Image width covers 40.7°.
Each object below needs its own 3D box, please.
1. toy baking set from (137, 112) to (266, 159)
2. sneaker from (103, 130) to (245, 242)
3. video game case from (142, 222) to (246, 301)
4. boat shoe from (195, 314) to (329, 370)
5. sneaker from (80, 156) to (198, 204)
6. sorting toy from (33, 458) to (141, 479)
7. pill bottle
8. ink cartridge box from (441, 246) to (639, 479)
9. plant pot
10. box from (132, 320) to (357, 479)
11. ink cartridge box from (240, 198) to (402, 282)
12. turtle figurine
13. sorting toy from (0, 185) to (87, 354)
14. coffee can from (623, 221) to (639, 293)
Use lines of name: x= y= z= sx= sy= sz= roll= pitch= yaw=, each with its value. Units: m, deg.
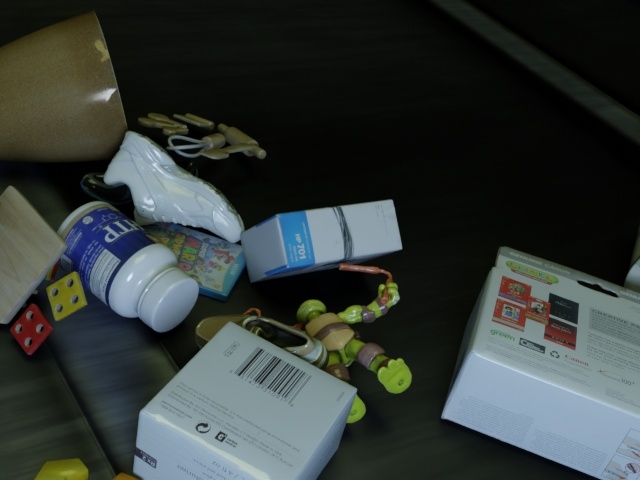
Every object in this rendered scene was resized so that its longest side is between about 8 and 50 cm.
toy baking set: x=-0.194 y=-0.167 z=1.454 sx=0.197 sy=0.030 sz=0.256 roll=-2 pitch=24 yaw=-39
sneaker: x=-0.222 y=-0.056 z=1.295 sx=0.232 sy=0.115 sz=0.090 roll=37 pitch=0 yaw=-1
video game case: x=-0.196 y=0.025 z=1.272 sx=0.166 sy=0.015 sz=0.119 roll=18 pitch=37 yaw=5
boat shoe: x=-0.082 y=0.117 z=1.069 sx=0.190 sy=0.072 sz=0.068 roll=5 pitch=57 yaw=27
sneaker: x=-0.284 y=-0.103 z=1.355 sx=0.188 sy=0.078 sz=0.067 roll=-7 pitch=42 yaw=-26
sorting toy: x=-0.310 y=0.317 z=0.831 sx=0.229 sy=0.041 sz=0.307 roll=21 pitch=37 yaw=8
pill bottle: x=-0.257 y=0.038 z=1.153 sx=0.187 sy=0.112 sz=0.112 roll=34 pitch=41 yaw=23
ink cartridge box: x=0.351 y=0.168 z=1.174 sx=0.310 sy=0.130 sz=0.272 roll=21 pitch=36 yaw=8
plant pot: x=-0.451 y=-0.217 z=1.356 sx=0.255 sy=0.237 sz=0.237 roll=-15 pitch=44 yaw=-13
box: x=-0.084 y=0.216 z=0.974 sx=0.181 sy=0.119 sz=0.182 roll=26 pitch=39 yaw=15
ink cartridge box: x=0.000 y=0.000 z=1.255 sx=0.191 sy=0.140 sz=0.082 roll=-7 pitch=82 yaw=-28
turtle figurine: x=0.008 y=0.142 z=1.128 sx=0.270 sy=0.087 sz=0.217 roll=-19 pitch=37 yaw=-16
sorting toy: x=-0.391 y=0.026 z=1.125 sx=0.274 sy=0.132 sz=0.046 roll=42 pitch=6 yaw=27
coffee can: x=0.609 y=0.021 z=1.392 sx=0.202 sy=0.201 sz=0.275 roll=24 pitch=38 yaw=12
